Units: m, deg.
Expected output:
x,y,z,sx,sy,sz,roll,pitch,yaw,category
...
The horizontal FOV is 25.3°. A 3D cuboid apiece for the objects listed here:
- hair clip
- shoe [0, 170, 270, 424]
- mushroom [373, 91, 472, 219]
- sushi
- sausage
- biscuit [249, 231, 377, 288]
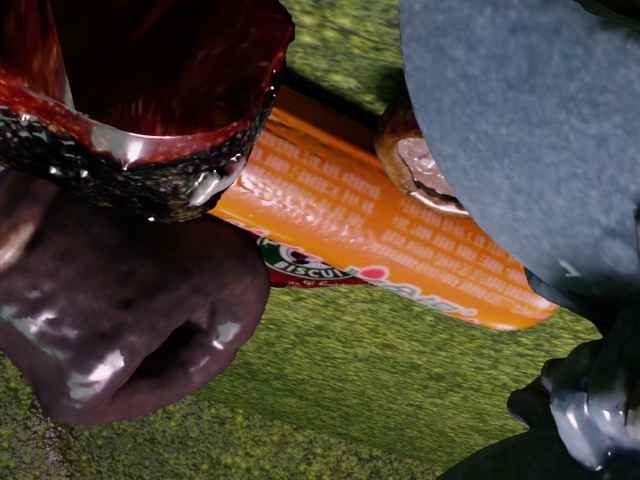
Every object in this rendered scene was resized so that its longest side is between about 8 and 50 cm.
x,y,z,sx,sy,sz,roll,pitch,yaw,category
0.212,0.062,0.666,0.318,0.392,0.238,12,-166,39,hair clip
-0.188,0.001,0.870,0.237,0.171,0.384,42,-170,28,shoe
0.089,-0.051,0.826,0.123,0.052,0.123,16,159,7,mushroom
-0.132,-0.098,0.708,0.225,0.136,0.126,22,156,-8,sushi
0.056,-0.011,0.928,0.312,0.093,0.093,24,163,-31,sausage
-0.006,-0.001,1.094,0.151,0.063,0.235,1,159,8,biscuit
